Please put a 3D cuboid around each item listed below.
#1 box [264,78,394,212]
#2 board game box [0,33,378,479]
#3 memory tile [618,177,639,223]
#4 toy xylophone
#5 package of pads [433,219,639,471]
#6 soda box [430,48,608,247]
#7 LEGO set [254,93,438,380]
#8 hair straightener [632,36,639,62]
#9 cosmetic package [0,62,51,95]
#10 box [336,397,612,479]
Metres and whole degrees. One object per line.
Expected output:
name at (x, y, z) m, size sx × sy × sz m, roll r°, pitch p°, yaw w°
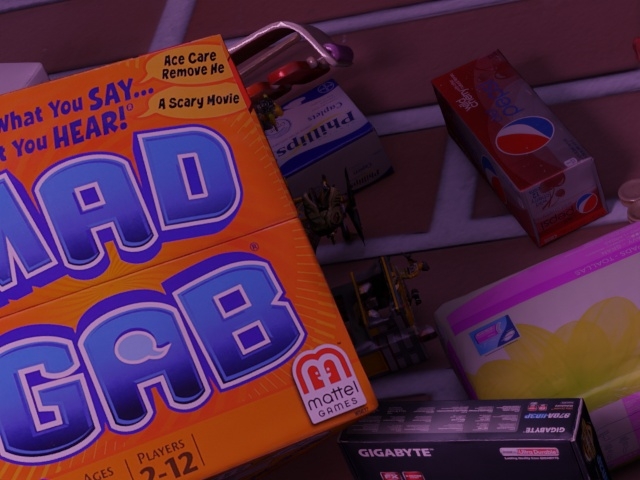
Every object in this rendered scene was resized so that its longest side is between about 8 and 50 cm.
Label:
box at (-0.003, -0.108, 2.264) m, size 0.126 × 0.072 × 0.137 m, roll -29°, pitch 38°, yaw -6°
board game box at (-0.228, 0.084, 1.711) m, size 0.356 × 0.356 × 0.356 m, roll -19°, pitch -10°, yaw -26°
memory tile at (0.380, -0.032, 2.019) m, size 0.113 × 0.012 × 0.148 m, roll -21°, pitch 38°, yaw 3°
toy xylophone at (-0.107, -0.174, 2.328) m, size 0.323 × 0.081 × 0.236 m, roll -30°, pitch -2°, yaw 20°
package of pads at (0.281, 0.101, 1.837) m, size 0.296 × 0.101 × 0.229 m, roll -24°, pitch 37°, yaw 0°
soda box at (0.216, -0.106, 2.135) m, size 0.092 × 0.083 × 0.263 m, roll -26°, pitch 37°, yaw -4°
LEGO set at (0.000, 0.000, 1.993) m, size 0.192 × 0.255 × 0.331 m, roll -20°, pitch 41°, yaw 5°
hair straightener at (0.468, -0.216, 2.165) m, size 0.230 × 0.047 × 0.089 m, roll 17°, pitch 53°, yaw 40°
cosmetic package at (-0.385, -0.055, 2.274) m, size 0.138 × 0.224 × 0.224 m, roll 3°, pitch 44°, yaw 30°
box at (0.146, 0.216, 1.711) m, size 0.220 × 0.175 × 0.051 m, roll -3°, pitch 42°, yaw 24°
